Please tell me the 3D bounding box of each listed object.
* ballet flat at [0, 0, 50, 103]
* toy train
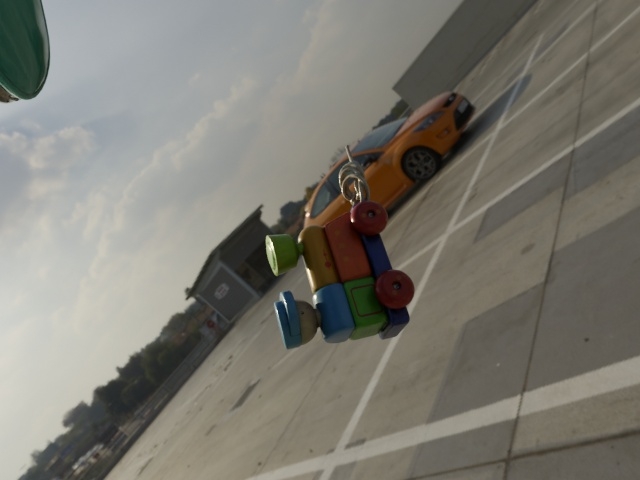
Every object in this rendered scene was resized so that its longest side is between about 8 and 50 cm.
[{"bbox_3d":[-0.190,-0.171,0.190,0.280,0.096,0.096,121,156,-60],"label":"ballet flat"},{"bbox_3d":[0.000,0.000,0.557,0.143,0.248,0.105,-10,-26,-14],"label":"toy train"}]
